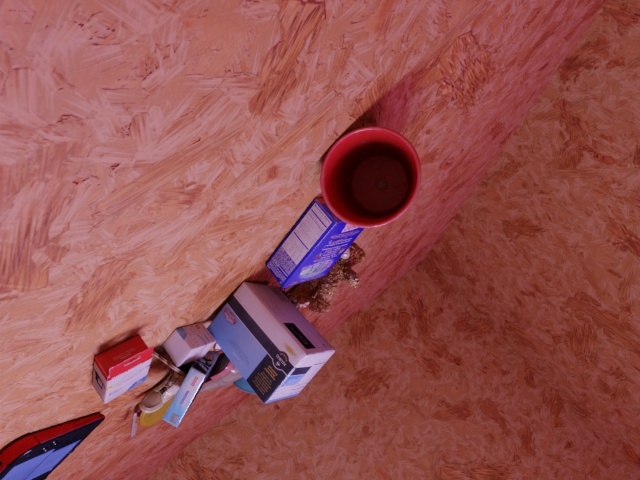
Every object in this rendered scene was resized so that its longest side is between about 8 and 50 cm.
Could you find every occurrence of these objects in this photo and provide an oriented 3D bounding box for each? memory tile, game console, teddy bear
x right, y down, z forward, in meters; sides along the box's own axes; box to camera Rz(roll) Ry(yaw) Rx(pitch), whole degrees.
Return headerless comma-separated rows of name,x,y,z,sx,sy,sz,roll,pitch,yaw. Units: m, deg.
memory tile,-0.497,0.404,1.539,0.012,0.113,0.148,-54,166,-21
game console,-0.914,0.713,1.475,0.386,0.060,0.342,-44,162,9
teddy bear,0.032,0.127,1.819,0.338,0.245,0.113,-40,135,-5

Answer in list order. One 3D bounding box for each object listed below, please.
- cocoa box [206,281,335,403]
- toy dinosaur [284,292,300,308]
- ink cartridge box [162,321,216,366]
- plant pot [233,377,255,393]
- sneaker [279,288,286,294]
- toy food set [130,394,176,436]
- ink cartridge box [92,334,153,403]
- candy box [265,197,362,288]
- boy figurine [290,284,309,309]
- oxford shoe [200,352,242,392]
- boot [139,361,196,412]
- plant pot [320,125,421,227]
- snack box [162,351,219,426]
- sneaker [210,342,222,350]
cocoa box,-0.172,0.345,1.621,0.228,0.347,0.231,-51,154,10
toy dinosaur,-0.181,0.249,1.834,0.268,0.064,0.118,0,128,-29
ink cartridge box,-0.428,0.341,1.562,0.090,0.092,0.143,-49,162,20
plant pot,-0.252,0.454,1.962,0.272,0.272,0.255,-28,144,-37
sneaker,-0.164,0.213,1.917,0.119,0.047,0.057,81,30,-63
toy food set,-0.670,0.659,1.862,0.218,0.071,0.128,-22,130,-47
ink cartridge box,-0.564,0.357,1.337,0.134,0.078,0.231,-26,157,-42
candy box,0.000,0.000,1.613,0.317,0.122,0.268,-50,160,27
boy figurine,-0.083,0.250,2.030,0.285,0.092,0.177,-42,-165,-25
oxford shoe,-0.432,0.563,1.883,0.348,0.123,0.130,-30,127,32
boot,-0.571,0.543,1.765,0.165,0.077,0.213,-52,166,33
plant pot,0.159,-0.171,1.356,0.275,0.275,0.243,-45,170,11
snack box,-0.441,0.499,1.636,0.187,0.060,0.322,-61,-177,-3
sneaker,-0.373,0.386,1.773,0.185,0.084,0.069,-5,117,-69
